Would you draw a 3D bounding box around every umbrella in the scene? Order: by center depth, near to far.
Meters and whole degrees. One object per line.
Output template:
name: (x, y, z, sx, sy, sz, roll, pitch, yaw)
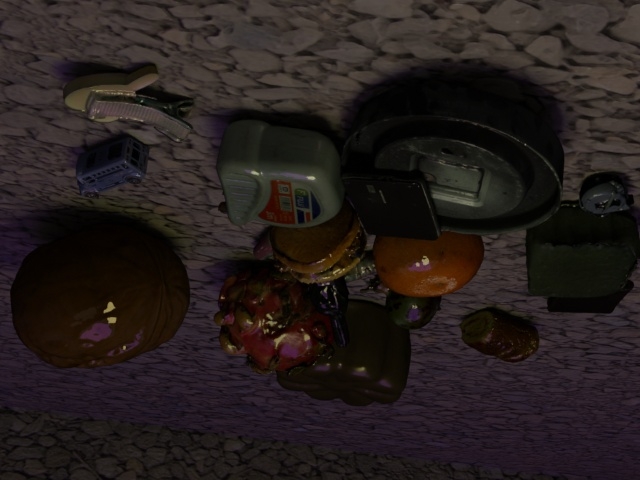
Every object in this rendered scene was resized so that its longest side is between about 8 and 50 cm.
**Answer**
umbrella: (0.020, 0.093, 1.947, 0.118, 0.118, 0.340, -4, 124, 17)

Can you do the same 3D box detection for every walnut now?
walnut: (-0.483, 0.120, 1.980, 0.398, 0.308, 0.354, -14, -179, 32)

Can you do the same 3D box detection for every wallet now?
wallet: (0.609, 0.130, 2.062, 0.165, 0.042, 0.309, 0, 167, 10)

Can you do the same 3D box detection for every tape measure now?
tape measure: (-0.076, -0.119, 1.641, 0.246, 0.125, 0.243, 6, 157, 4)
tape measure: (0.534, -0.084, 1.697, 0.091, 0.054, 0.094, -21, 147, 30)

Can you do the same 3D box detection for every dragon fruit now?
dragon fruit: (-0.115, 0.187, 2.117, 0.291, 0.269, 0.250, 18, 141, -33)

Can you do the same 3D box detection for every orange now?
orange: (0.217, 0.019, 1.822, 0.224, 0.170, 0.224, -6, 153, -3)

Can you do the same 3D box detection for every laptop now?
laptop: (0.132, -0.060, 1.638, 0.154, 0.026, 0.207, 7, 155, 21)

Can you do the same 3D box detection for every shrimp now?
shrimp: (0.104, 0.071, 1.973, 0.161, 0.049, 0.166, -19, -162, -8)

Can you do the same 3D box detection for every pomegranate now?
pomegranate: (0.200, 0.121, 2.083, 0.169, 0.148, 0.148, 45, 148, 3)

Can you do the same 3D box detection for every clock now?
clock: (0.228, -0.131, 1.553, 0.386, 0.076, 0.386, 13, 156, 6)

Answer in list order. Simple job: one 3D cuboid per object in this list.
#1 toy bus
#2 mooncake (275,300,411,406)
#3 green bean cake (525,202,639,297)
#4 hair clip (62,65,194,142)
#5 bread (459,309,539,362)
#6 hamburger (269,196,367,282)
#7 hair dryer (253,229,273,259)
toy bus: (-0.405, -0.140, 1.706, 0.167, 0.073, 0.076, -15, 150, 29)
mooncake: (0.058, 0.313, 2.395, 0.378, 0.201, 0.378, 4, 153, 2)
green bean cake: (0.530, 0.021, 1.831, 0.222, 0.125, 0.227, 3, 152, 8)
hair clip: (-0.318, -0.234, 1.511, 0.218, 0.071, 0.159, 9, 148, -23)
bread: (0.460, 0.247, 2.309, 0.172, 0.103, 0.132, 23, 145, -27)
hamburger: (-0.009, 0.001, 1.754, 0.191, 0.182, 0.118, -32, 137, -3)
hair dryer: (-0.063, 0.020, 2.003, 0.154, 0.054, 0.106, 10, 157, -21)
